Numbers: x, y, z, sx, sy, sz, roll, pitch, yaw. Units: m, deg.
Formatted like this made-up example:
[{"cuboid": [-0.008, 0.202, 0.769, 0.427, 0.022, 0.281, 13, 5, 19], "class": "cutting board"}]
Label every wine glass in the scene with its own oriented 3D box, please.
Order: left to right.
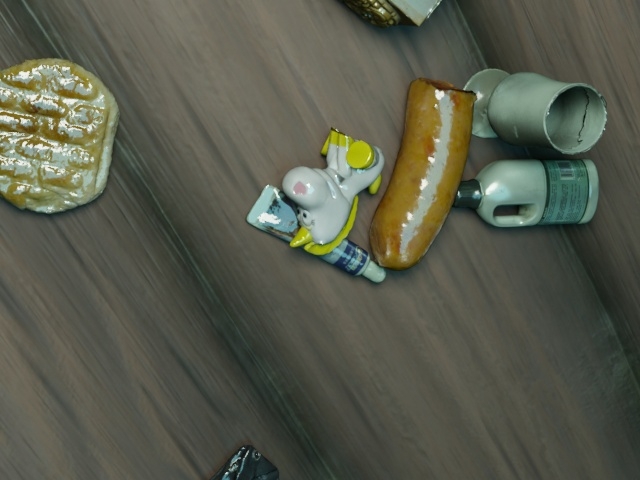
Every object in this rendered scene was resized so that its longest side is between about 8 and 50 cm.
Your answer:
[{"cuboid": [0.279, -0.172, 1.223, 0.103, 0.231, 0.103, -5, 105, -18], "class": "wine glass"}]

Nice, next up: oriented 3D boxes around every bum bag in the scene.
[{"cuboid": [-0.161, 0.409, 1.320, 0.248, 0.060, 0.123, -40, 110, -6], "class": "bum bag"}]

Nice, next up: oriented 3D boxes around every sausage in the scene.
[{"cuboid": [0.139, -0.088, 1.272, 0.109, 0.109, 0.270, 15, 98, -20], "class": "sausage"}]

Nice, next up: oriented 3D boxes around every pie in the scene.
[{"cuboid": [-0.344, -0.131, 1.139, 0.195, 0.046, 0.195, -5, 105, -18], "class": "pie"}]

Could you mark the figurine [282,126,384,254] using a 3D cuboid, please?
[{"cuboid": [0.016, -0.063, 1.231, 0.178, 0.109, 0.129, -49, 131, -14], "class": "figurine"}]

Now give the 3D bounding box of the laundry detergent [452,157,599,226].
[{"cuboid": [0.292, -0.069, 1.338, 0.225, 0.070, 0.099, -3, 111, -17], "class": "laundry detergent"}]

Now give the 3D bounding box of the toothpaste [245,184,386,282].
[{"cuboid": [0.000, 0.000, 1.284, 0.216, 0.037, 0.062, 31, 90, -16], "class": "toothpaste"}]

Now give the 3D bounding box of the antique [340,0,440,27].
[{"cuboid": [0.084, -0.357, 1.161, 0.146, 0.152, 0.148, 37, 93, -21], "class": "antique"}]
